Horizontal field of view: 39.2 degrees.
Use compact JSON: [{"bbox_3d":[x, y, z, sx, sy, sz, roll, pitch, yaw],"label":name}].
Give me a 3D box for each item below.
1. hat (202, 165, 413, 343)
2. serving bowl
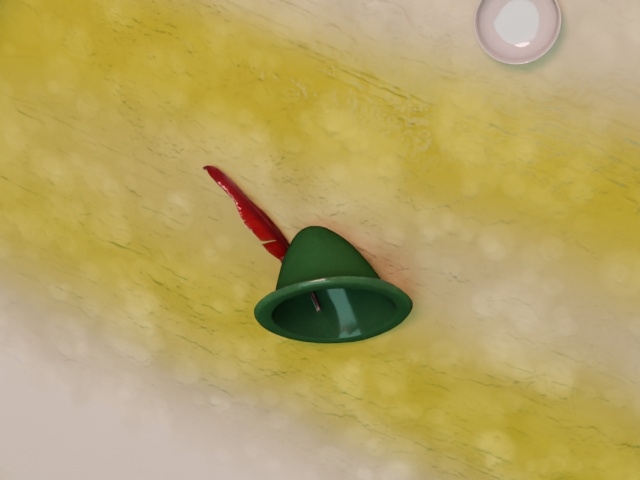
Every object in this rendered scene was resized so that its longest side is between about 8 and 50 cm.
[{"bbox_3d":[0.000,0.000,1.032,0.172,0.184,0.208,-23,147,30],"label":"hat"},{"bbox_3d":[0.193,-0.216,0.878,0.083,0.027,0.083,6,115,14],"label":"serving bowl"}]
